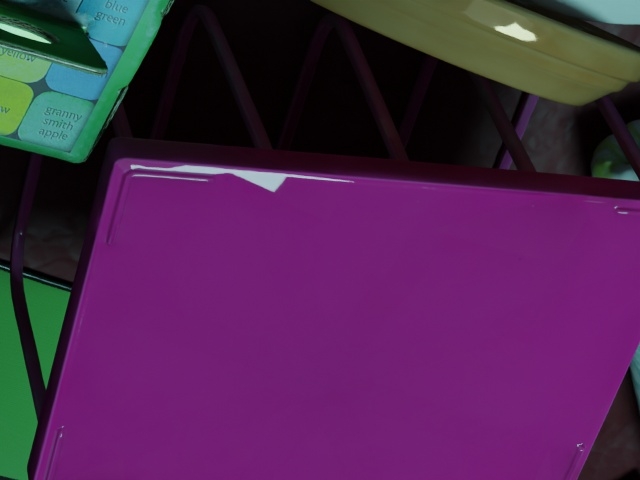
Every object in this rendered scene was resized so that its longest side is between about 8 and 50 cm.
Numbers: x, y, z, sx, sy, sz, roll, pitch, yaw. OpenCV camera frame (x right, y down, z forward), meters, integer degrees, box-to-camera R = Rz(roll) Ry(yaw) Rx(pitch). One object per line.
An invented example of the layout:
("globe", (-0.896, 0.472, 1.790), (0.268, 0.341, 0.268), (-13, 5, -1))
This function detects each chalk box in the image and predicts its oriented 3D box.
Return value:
("chalk box", (-0.141, -0.127, 0.854), (0.132, 0.213, 0.132), (16, 123, -27))

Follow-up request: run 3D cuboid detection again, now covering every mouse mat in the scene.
("mouse mat", (-0.152, 0.089, 1.171), (0.189, 0.007, 0.152), (19, 121, -30))

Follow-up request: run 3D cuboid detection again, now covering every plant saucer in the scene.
("plant saucer", (0.058, -0.110, 0.938), (0.200, 0.200, 0.037), (16, 102, -28))

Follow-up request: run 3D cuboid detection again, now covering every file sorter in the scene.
("file sorter", (0.000, 0.000, 1.024), (0.290, 0.182, 0.202), (4, 126, -21))

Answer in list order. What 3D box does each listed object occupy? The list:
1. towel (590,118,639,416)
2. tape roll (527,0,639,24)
("towel", (0.361, 0.008, 1.206), (0.374, 0.090, 0.320), (-19, 129, 0))
("tape roll", (0.138, -0.239, 0.874), (0.246, 0.169, 0.246), (-8, 131, -10))
